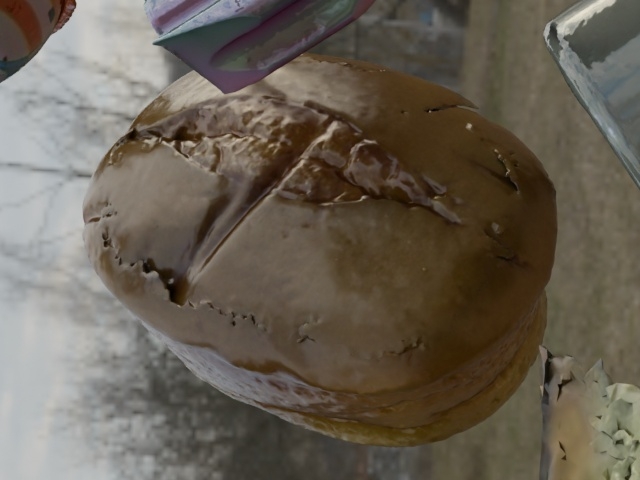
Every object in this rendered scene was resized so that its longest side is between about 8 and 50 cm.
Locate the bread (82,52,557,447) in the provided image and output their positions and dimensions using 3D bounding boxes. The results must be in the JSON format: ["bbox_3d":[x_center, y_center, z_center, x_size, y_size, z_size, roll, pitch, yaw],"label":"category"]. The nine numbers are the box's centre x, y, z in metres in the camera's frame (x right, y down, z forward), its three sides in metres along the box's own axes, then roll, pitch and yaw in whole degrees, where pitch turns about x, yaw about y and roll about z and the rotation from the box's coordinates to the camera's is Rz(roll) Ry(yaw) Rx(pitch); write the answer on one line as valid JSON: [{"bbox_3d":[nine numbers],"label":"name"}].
[{"bbox_3d":[0.000,0.000,0.796,0.195,0.270,0.142,-55,-29,-21],"label":"bread"}]

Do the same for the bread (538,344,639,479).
[{"bbox_3d":[0.229,0.203,0.485,0.248,0.279,0.315,180,94,-69],"label":"bread"}]

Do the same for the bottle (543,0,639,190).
[{"bbox_3d":[0.210,-0.103,0.565,0.110,0.233,0.110,53,-168,-16],"label":"bottle"}]

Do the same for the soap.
[{"bbox_3d":[-0.019,-0.144,0.716,0.056,0.149,0.100,47,-167,-55],"label":"soap"}]

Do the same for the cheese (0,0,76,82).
[{"bbox_3d":[-0.273,-0.204,0.977,0.329,0.217,0.129,95,179,-67],"label":"cheese"}]
